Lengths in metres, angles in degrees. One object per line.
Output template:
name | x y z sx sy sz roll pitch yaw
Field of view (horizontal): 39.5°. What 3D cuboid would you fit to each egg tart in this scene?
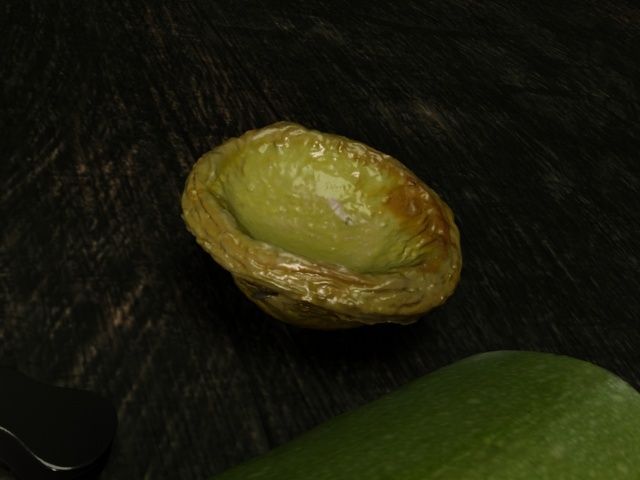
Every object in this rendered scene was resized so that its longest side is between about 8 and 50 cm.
egg tart | 0.000 0.000 0.911 0.294 0.123 0.294 12 38 -9

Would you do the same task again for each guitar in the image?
guitar | -0.287 0.113 0.676 0.271 0.038 0.084 21 32 2

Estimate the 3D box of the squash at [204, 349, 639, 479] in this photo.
squash | 0.030 0.224 0.453 0.384 0.263 0.263 -13 45 -47
